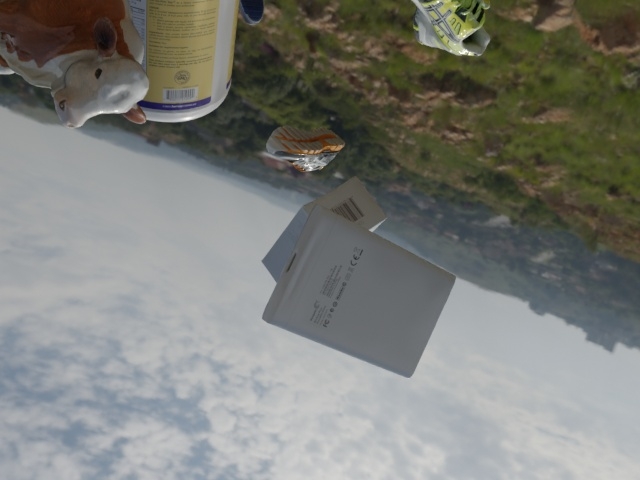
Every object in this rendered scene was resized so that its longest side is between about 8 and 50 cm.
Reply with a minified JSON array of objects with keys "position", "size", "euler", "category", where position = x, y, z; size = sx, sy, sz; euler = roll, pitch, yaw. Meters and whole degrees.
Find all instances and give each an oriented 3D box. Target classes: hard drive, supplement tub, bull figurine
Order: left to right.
[{"position":[-0.249,-0.226,0.629],"size":[0.189,0.310,0.101],"euler":[-6,161,1],"category":"bull figurine"},{"position":[-0.252,-0.388,1.125],"size":[0.241,0.331,0.241],"euler":[7,-135,-7],"category":"supplement tub"},{"position":[0.085,0.107,1.338],"size":[0.353,0.232,0.047],"euler":[26,177,-30],"category":"hard drive"}]

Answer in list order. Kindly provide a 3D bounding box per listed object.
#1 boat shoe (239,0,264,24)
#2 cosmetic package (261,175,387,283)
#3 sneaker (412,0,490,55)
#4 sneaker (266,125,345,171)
[{"position":[-0.184,-0.590,1.674],"size":[0.066,0.183,0.066],"euler":[-1,159,-33],"category":"boat shoe"},{"position":[0.000,0.000,1.994],"size":[0.156,0.217,0.385],"euler":[54,147,6],"category":"cosmetic package"},{"position":[0.253,-0.481,1.325],"size":[0.147,0.145,0.385],"euler":[29,180,21],"category":"sneaker"},{"position":[-0.034,-0.178,1.407],"size":[0.084,0.083,0.215],"euler":[48,-149,24],"category":"sneaker"}]
